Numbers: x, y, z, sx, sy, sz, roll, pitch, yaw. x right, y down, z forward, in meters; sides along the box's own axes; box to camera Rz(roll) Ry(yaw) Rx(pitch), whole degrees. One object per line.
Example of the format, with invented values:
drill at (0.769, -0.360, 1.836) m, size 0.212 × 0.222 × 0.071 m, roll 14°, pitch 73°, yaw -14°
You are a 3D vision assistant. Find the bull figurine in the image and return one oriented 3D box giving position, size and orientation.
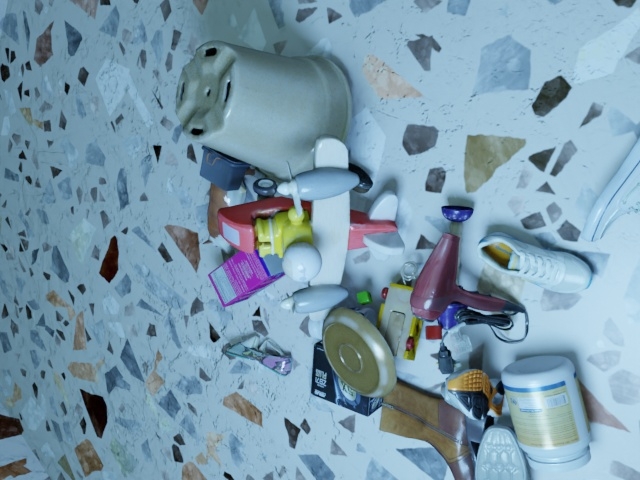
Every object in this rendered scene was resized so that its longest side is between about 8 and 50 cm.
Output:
bull figurine at (-0.248, -0.105, 1.637) m, size 0.189 × 0.101 × 0.310 m, roll 9°, pitch 104°, yaw 31°

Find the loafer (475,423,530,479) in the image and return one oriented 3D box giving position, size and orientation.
loafer at (0.405, 0.544, 1.275) m, size 0.112 × 0.111 × 0.319 m, roll -1°, pitch 101°, yaw 25°

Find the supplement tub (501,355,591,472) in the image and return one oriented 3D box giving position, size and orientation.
supplement tub at (0.459, 0.347, 1.180) m, size 0.144 × 0.144 × 0.199 m, roll -14°, pitch 90°, yaw 37°

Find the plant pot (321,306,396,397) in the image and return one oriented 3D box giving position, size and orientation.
plant pot at (0.079, 0.270, 1.366) m, size 0.236 × 0.032 × 0.236 m, roll 29°, pitch 131°, yaw 39°

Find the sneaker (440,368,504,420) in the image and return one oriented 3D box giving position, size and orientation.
sneaker at (0.297, 0.322, 1.223) m, size 0.121 × 0.262 × 0.099 m, roll 1°, pitch 71°, yaw 33°

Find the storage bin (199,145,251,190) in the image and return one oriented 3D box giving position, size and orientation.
storage bin at (-0.260, -0.191, 1.533) m, size 0.135 × 0.098 × 0.091 m, roll 30°, pitch 114°, yaw 27°

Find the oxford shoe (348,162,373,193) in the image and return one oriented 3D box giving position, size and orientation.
oxford shoe at (0.039, -0.148, 1.437) m, size 0.227 × 0.083 × 0.096 m, roll 27°, pitch 117°, yaw 42°

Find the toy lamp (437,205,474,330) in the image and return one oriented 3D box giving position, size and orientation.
toy lamp at (0.295, 0.063, 1.288) m, size 0.080 × 0.080 × 0.274 m, roll 10°, pitch 105°, yaw 34°

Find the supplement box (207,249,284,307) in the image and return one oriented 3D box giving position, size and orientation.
supplement box at (-0.194, 0.086, 1.626) m, size 0.220 × 0.111 × 0.113 m, roll -32°, pitch 80°, yaw 36°

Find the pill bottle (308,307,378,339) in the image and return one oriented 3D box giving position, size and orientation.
pill bottle at (0.056, 0.218, 1.481) m, size 0.170 × 0.094 × 0.094 m, roll -5°, pitch 96°, yaw 37°

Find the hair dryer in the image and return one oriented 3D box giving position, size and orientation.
hair dryer at (0.299, 0.118, 1.237) m, size 0.080 × 0.224 × 0.293 m, roll -143°, pitch 30°, yaw -73°

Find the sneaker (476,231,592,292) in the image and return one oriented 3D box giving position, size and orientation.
sneaker at (0.427, 0.051, 1.181) m, size 0.229 × 0.092 × 0.087 m, roll 21°, pitch 109°, yaw 30°

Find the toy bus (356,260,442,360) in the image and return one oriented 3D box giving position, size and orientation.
toy bus at (0.193, 0.182, 1.364) m, size 0.202 × 0.104 × 0.190 m, roll -34°, pitch 64°, yaw 14°

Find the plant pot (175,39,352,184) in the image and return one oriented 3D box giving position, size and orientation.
plant pot at (-0.151, -0.310, 1.354) m, size 0.334 × 0.306 × 0.333 m, roll -6°, pitch 81°, yaw 43°

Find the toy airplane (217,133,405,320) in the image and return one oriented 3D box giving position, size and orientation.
toy airplane at (0.000, 0.000, 1.310) m, size 0.384 × 0.272 × 0.386 m, roll -32°, pitch 113°, yaw 29°

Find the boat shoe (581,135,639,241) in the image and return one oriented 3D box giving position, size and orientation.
boat shoe at (0.563, -0.085, 1.061) m, size 0.076 × 0.083 × 0.226 m, roll 35°, pitch 116°, yaw 27°

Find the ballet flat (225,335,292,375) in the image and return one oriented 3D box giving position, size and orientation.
ballet flat at (-0.173, 0.323, 1.689) m, size 0.222 × 0.077 × 0.079 m, roll 14°, pitch 89°, yaw 28°

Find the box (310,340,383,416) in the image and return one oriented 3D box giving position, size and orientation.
box at (0.071, 0.347, 1.504) m, size 0.180 × 0.078 × 0.147 m, roll 13°, pitch 107°, yaw 33°

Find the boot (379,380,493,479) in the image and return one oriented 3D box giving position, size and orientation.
boot at (0.256, 0.486, 1.386) m, size 0.281 × 0.096 × 0.263 m, roll 7°, pitch 103°, yaw 36°
